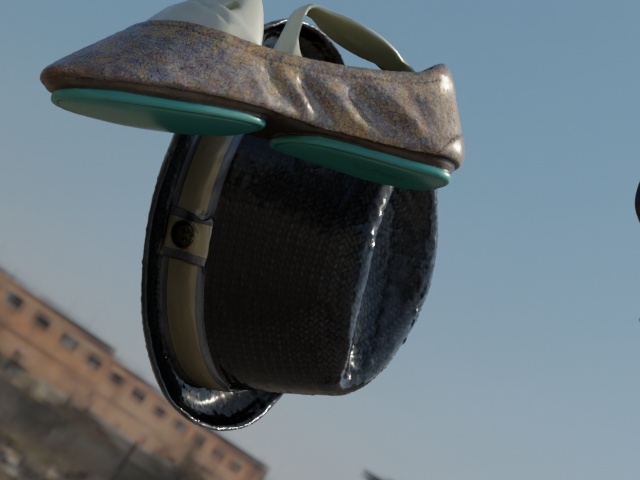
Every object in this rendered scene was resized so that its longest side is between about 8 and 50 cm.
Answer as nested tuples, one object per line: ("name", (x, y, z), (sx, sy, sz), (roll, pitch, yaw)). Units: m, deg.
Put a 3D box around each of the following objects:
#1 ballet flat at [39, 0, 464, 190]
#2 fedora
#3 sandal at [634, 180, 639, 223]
("ballet flat", (-0.037, -0.110, 1.060), (0.316, 0.106, 0.107), (12, -10, -36))
("fedora", (0.000, 0.000, 1.258), (0.152, 0.334, 0.334), (14, -19, 28))
("sandal", (0.356, -0.080, 1.477), (0.090, 0.219, 0.060), (5, -36, 35))
